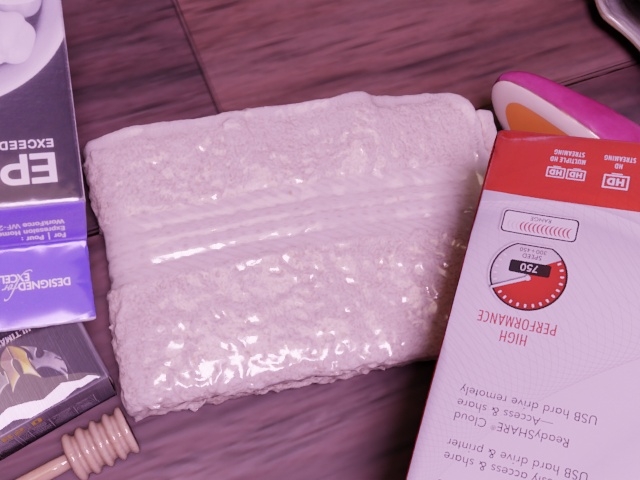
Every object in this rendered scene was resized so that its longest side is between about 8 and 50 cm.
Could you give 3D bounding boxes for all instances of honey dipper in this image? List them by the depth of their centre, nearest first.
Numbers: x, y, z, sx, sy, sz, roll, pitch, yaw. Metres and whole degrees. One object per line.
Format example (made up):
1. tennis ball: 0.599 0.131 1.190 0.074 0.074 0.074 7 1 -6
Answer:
1. honey dipper: -0.180 0.146 0.478 0.160 0.030 0.031 -28 74 -15

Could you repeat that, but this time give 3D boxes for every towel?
1. towel: 0.000 0.000 0.550 0.282 0.049 0.187 -10 69 -11

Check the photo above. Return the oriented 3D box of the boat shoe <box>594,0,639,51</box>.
1. boat shoe: 0.299 -0.113 0.580 0.103 0.113 0.302 -17 46 -11

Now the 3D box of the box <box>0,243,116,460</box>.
1. box: -0.262 0.065 0.483 0.231 0.056 0.183 -28 74 -17

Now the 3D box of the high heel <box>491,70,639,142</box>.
1. high heel: 0.237 -0.060 0.587 0.244 0.082 0.117 36 68 7

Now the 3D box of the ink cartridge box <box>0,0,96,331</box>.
1. ink cartridge box: -0.238 -0.046 0.467 0.206 0.045 0.208 -8 73 -15

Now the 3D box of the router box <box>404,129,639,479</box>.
1. router box: 0.220 0.107 0.402 0.335 0.082 0.301 9 65 22
